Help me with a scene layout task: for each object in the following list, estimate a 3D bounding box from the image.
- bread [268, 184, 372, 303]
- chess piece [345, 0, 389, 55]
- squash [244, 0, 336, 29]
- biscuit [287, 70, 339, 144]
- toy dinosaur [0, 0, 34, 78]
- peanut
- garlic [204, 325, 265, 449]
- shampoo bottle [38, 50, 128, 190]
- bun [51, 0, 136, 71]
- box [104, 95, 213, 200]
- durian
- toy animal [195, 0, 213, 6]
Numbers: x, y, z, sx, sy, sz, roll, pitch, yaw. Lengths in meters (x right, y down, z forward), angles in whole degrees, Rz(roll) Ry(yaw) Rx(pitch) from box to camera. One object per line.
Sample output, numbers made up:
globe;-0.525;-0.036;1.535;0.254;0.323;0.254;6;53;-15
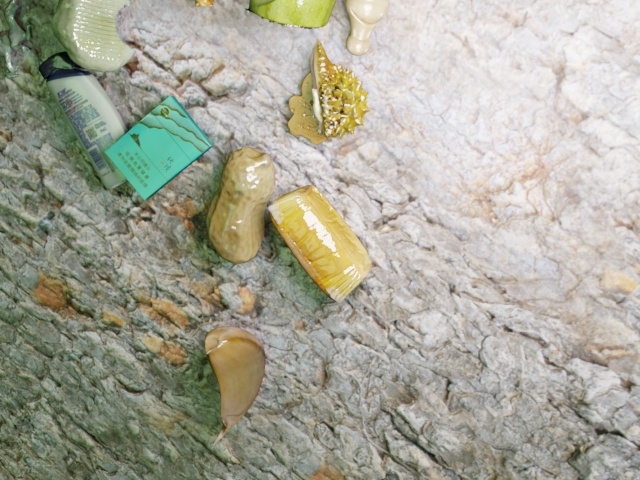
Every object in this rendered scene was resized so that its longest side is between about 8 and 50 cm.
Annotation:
bread;0.000;0.000;1.507;0.119;0.152;0.288;-35;97;22
chess piece;0.107;-0.531;1.272;0.124;0.138;0.307;-2;125;-22
squash;-0.039;-0.578;1.269;0.189;0.189;0.260;21;121;11
biscuit;-0.009;-0.314;1.451;0.133;0.027;0.184;14;115;9
toy dinosaur;-0.849;-0.505;1.667;0.242;0.053;0.167;-21;101;26
peanut;-0.205;-0.090;1.551;0.159;0.143;0.291;22;112;20
garlic;-0.255;0.382;1.732;0.151;0.196;0.338;18;119;30
shampoo bottle;-0.588;-0.316;1.634;0.134;0.078;0.359;-23;101;21
bun;-0.540;-0.510;1.502;0.127;0.204;0.212;12;81;41
box;-0.407;-0.233;1.585;0.226;0.042;0.161;-37;97;9
durian;0.025;-0.329;1.378;0.140;0.078;0.224;-16;110;19
toy animal;-0.263;-0.577;1.417;0.060;0.081;0.083;26;137;11
